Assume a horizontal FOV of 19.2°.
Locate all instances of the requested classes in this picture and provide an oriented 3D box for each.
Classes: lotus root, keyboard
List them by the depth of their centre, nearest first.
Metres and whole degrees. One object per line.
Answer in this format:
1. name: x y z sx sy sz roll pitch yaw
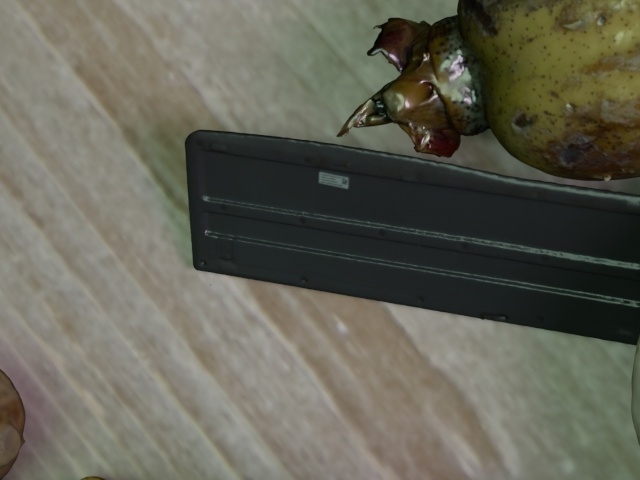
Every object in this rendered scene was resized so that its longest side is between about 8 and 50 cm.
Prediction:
1. lotus root: 0.145 -0.102 0.961 0.278 0.154 0.154 -16 84 25
2. keyboard: 0.003 -0.007 1.043 0.381 0.041 0.103 6 122 12

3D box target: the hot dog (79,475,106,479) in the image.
1. hot dog: -0.101 0.162 1.089 0.090 0.030 0.034 39 91 15

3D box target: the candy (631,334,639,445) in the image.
1. candy: 0.293 0.070 0.888 0.295 0.185 0.295 1 95 18

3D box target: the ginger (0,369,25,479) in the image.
1. ginger: -0.262 0.203 1.073 0.244 0.155 0.304 -5 86 11
